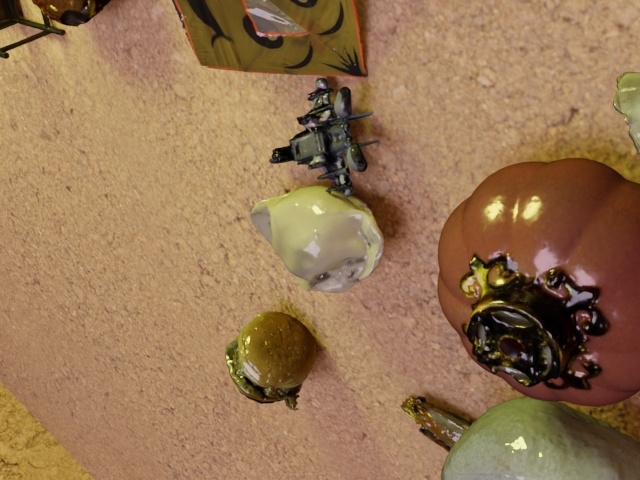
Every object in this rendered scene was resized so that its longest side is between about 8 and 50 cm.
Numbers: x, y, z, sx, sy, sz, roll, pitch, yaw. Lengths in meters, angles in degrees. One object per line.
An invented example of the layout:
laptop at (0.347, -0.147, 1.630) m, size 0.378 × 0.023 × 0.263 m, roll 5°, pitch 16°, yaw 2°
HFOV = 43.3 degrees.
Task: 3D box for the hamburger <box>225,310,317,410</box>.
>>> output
hamburger at (-0.081, 0.218, 1.432) m, size 0.131 × 0.159 × 0.184 m, roll -46°, pitch 65°, yaw 47°

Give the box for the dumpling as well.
dumpling at (0.000, 0.000, 1.208) m, size 0.250 × 0.132 × 0.162 m, roll 7°, pitch 120°, yaw 41°

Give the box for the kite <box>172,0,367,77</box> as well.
kite at (-0.065, -0.313, 1.042) m, size 0.328 × 0.013 × 0.378 m, roll 38°, pitch 143°, yaw -15°

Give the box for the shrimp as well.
shrimp at (0.220, 0.326, 1.313) m, size 0.217 × 0.051 × 0.115 m, roll 30°, pitch 138°, yaw 20°

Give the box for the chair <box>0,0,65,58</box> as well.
chair at (-0.608, -0.429, 1.450) m, size 0.260 × 0.154 × 0.141 m, roll 20°, pitch 131°, yaw 29°

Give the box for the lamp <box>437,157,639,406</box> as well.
lamp at (0.266, 0.059, 0.914) m, size 0.305 × 0.240 × 0.305 m, roll 24°, pitch 132°, yaw 29°

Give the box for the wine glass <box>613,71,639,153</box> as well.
wine glass at (0.399, -0.155, 0.712) m, size 0.156 × 0.156 × 0.232 m, roll 50°, pitch 136°, yaw 2°

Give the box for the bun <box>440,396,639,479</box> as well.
bun at (0.339, 0.375, 1.108) m, size 0.362 × 0.211 × 0.361 m, roll 22°, pitch 129°, yaw 29°

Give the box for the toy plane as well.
toy plane at (-0.017, -0.136, 1.160) m, size 0.246 × 0.078 × 0.169 m, roll -10°, pitch 94°, yaw 49°

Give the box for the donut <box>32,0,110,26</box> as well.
donut at (-0.401, -0.455, 1.272) m, size 0.216 × 0.096 × 0.230 m, roll 53°, pitch 140°, yaw -6°
